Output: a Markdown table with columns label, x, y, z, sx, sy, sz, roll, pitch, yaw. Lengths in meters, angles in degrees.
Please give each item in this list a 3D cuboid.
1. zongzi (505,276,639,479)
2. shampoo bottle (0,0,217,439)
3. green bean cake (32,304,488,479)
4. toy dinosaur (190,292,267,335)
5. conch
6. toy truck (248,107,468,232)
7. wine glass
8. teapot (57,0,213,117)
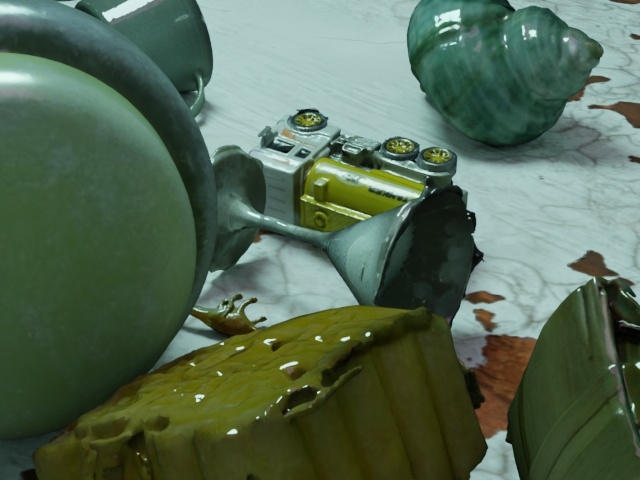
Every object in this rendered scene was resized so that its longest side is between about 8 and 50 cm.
| label | x | y | z | sx | sy | sz | roll | pitch | yaw |
| --- | --- | --- | --- | --- | --- | --- | --- | --- | --- |
| zongzi | 0.332 | 0.221 | 0.785 | 0.447 | 0.181 | 0.418 | 6 | 44 | 2 |
| shampoo bottle | -0.243 | -0.024 | 1.023 | 0.323 | 0.322 | 0.317 | -7 | 19 | -16 |
| green bean cake | -0.034 | 0.129 | 0.864 | 0.224 | 0.131 | 0.230 | -14 | 7 | 40 |
| toy dinosaur | -0.083 | 0.061 | 1.174 | 0.113 | 0.026 | 0.041 | 25 | 53 | 20 |
| conch | 0.193 | -0.196 | 1.539 | 0.220 | 0.195 | 0.277 | 15 | -12 | -40 |
| toy truck | 0.035 | -0.043 | 1.302 | 0.227 | 0.098 | 0.114 | 19 | 39 | 27 |
| wine glass | 0.000 | 0.000 | 1.179 | 0.232 | 0.156 | 0.156 | 18 | 32 | 33 |
| teapot | -0.221 | -0.217 | 1.574 | 0.149 | 0.162 | 0.239 | -25 | 67 | -26 |
